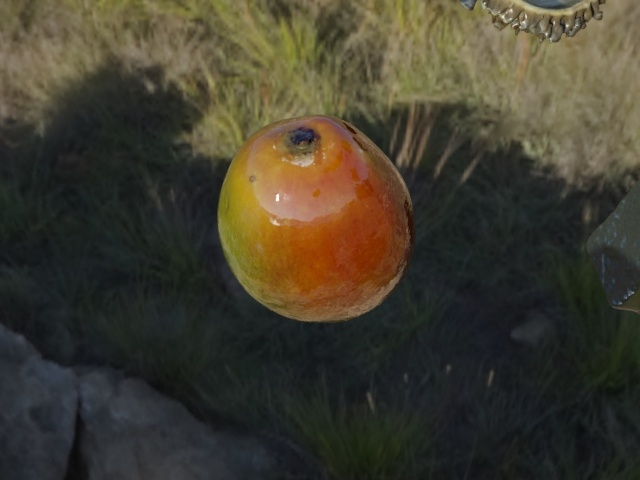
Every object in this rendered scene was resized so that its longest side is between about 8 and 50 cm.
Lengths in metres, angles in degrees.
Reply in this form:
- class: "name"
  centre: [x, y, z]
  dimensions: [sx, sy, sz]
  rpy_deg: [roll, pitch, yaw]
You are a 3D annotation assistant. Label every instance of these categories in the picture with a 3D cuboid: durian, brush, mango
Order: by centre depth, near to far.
- class: "durian"
  centre: [0.124, -0.144, 0.662]
  dimensions: [0.052, 0.066, 0.130]
  rpy_deg: [8, 38, 34]
- class: "mango"
  centre: [0.004, -0.003, 0.951]
  dimensions: [0.146, 0.289, 0.129]
  rpy_deg: [-34, 72, 2]
- class: "brush"
  centre: [0.425, -0.006, 1.566]
  dimensions: [0.059, 0.197, 0.123]
  rpy_deg: [3, 50, -26]

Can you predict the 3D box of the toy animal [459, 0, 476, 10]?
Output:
- class: "toy animal"
  centre: [0.177, -0.305, 1.142]
  dimensions: [0.073, 0.176, 0.217]
  rpy_deg: [41, 19, -8]
